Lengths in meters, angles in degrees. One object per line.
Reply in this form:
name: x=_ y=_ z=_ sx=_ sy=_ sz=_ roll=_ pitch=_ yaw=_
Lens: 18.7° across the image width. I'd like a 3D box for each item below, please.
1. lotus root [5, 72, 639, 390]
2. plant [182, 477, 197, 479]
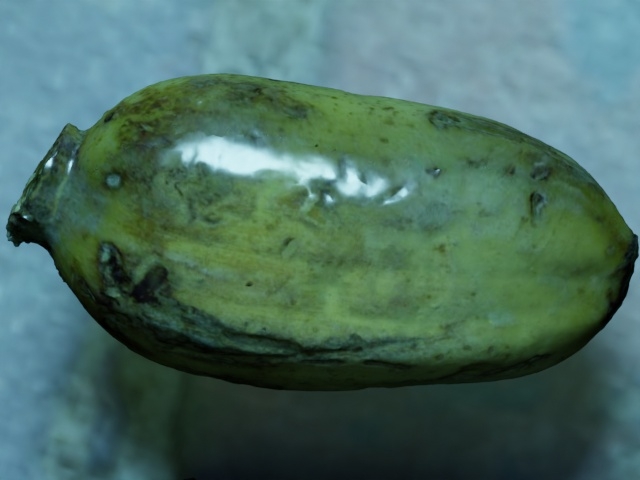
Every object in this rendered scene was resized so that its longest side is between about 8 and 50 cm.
lotus root: x=0.000 y=0.000 z=0.559 sx=0.179 sy=0.080 sz=0.089 roll=8 pitch=103 yaw=-1
plant: x=-0.049 y=0.161 z=0.578 sx=0.321 sy=0.194 sz=0.181 roll=-1 pitch=95 yaw=3
